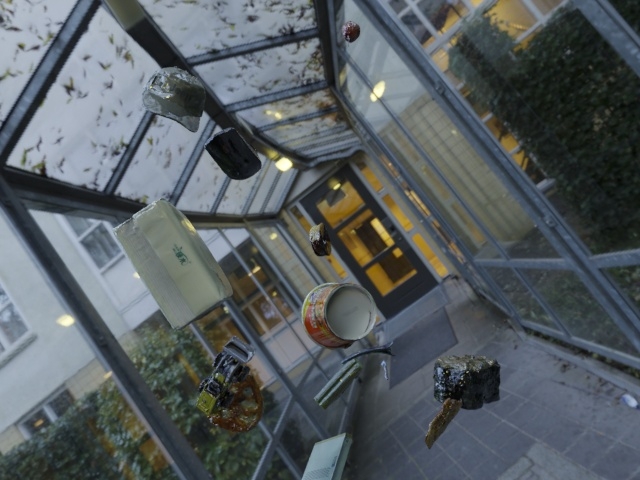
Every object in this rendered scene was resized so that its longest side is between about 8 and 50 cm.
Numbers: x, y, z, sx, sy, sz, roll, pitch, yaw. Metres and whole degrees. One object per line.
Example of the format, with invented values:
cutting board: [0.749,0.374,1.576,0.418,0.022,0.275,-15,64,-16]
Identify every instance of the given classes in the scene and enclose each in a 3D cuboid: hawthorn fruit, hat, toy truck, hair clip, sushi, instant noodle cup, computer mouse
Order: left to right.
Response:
hat: [-0.470,-0.482,1.487,0.149,0.214,0.245,-59,34,15]
toy truck: [-0.348,0.493,1.599,0.286,0.136,0.111,-62,-14,7]
computer mouse: [-0.369,-0.359,1.938,0.168,0.087,0.295,-29,-35,10]
instant noodle cup: [0.064,0.218,1.317,0.213,0.213,0.174,-35,-1,-20]
hawthorn fruit: [0.100,-0.705,1.523,0.067,0.066,0.103,-43,25,53]
hair clip: [0.229,0.548,2.156,0.275,0.083,0.048,-9,6,-10]
sushi: [0.549,0.516,1.662,0.210,0.171,0.350,6,-4,41]

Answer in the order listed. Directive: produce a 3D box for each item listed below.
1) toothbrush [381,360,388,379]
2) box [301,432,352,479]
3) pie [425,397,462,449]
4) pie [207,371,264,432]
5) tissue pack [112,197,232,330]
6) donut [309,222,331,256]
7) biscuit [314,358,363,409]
toothbrush: [0.226,0.454,1.553,0.019,0.013,0.193,-47,-2,3]
box: [0.019,0.851,1.686,0.270,0.045,0.211,-49,11,47]
pie: [0.348,0.514,1.271,0.170,0.092,0.034,-48,40,-13]
pie: [-0.386,0.750,2.049,0.308,0.308,0.085,-37,-1,4]
tissue pack: [-0.468,0.082,1.465,0.207,0.381,0.297,-33,0,-7]
donut: [0.000,0.000,1.805,0.059,0.141,0.140,-11,4,18]
biscuit: [0.105,0.788,2.455,0.322,0.099,0.038,-44,-23,-10]
